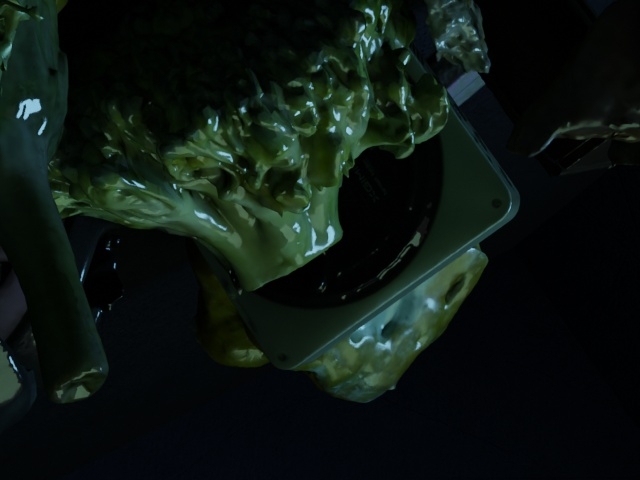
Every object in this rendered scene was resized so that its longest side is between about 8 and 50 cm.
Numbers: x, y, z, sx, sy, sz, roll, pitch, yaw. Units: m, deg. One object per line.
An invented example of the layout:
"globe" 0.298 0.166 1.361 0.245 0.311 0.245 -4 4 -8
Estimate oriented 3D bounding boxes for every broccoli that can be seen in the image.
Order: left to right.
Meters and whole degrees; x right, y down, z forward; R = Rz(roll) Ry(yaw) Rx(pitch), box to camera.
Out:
"broccoli" -0.053 -0.064 0.740 0.288 0.245 0.248 -19 -157 15

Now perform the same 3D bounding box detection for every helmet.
"helmet" -0.259 0.024 0.827 0.154 0.198 0.253 30 154 -35

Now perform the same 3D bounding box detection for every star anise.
"star anise" 0.265 -0.138 0.675 0.292 0.109 0.349 -8 153 -43

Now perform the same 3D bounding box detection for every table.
"table" 0.273 -0.238 0.935 0.282 0.251 0.196 -38 167 26

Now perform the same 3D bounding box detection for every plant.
"plant" -0.163 -0.101 0.510 0.261 0.297 0.306 -59 161 -13

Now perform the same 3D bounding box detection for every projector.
"projector" -0.002 -0.059 0.915 0.259 0.257 0.079 -37 168 17

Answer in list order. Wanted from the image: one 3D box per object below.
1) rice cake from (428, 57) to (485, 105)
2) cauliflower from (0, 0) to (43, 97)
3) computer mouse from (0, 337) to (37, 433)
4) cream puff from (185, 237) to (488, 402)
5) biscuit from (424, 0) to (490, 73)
"rice cake" 0.153 -0.188 1.293 0.298 0.050 0.106 -39 166 30
"cauliflower" -0.232 -0.060 0.261 0.275 0.272 0.250 -51 -164 13
"computer mouse" -0.349 0.085 0.724 0.374 0.203 0.114 -16 -155 22
"cream puff" 0.000 0.000 1.213 0.378 0.275 0.378 -20 130 -25
"biscuit" 0.082 -0.206 0.746 0.040 0.188 0.265 -13 177 11
